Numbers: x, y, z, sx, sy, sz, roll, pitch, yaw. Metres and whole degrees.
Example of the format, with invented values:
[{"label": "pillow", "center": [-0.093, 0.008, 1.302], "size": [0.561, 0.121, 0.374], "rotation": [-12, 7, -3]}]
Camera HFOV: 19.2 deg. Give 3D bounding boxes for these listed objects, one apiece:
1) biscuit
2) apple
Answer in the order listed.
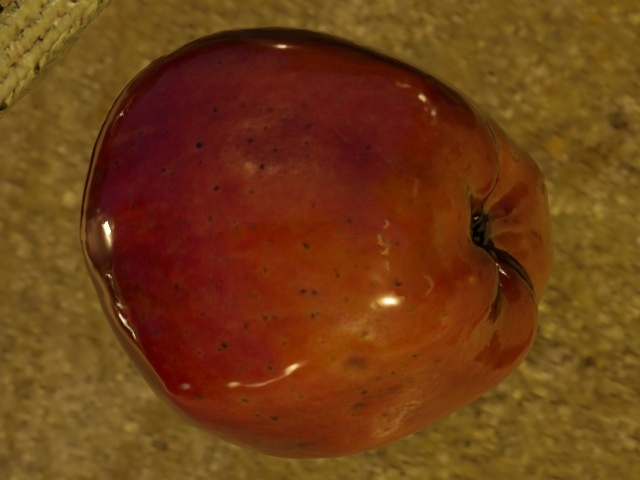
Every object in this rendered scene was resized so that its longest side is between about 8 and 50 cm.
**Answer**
[{"label": "biscuit", "center": [-0.185, -0.083, 1.018], "size": [0.147, 0.046, 0.250], "rotation": [-37, 14, 49]}, {"label": "apple", "center": [-0.002, -0.002, 0.689], "size": [0.158, 0.147, 0.156], "rotation": [-11, 70, 41]}]
